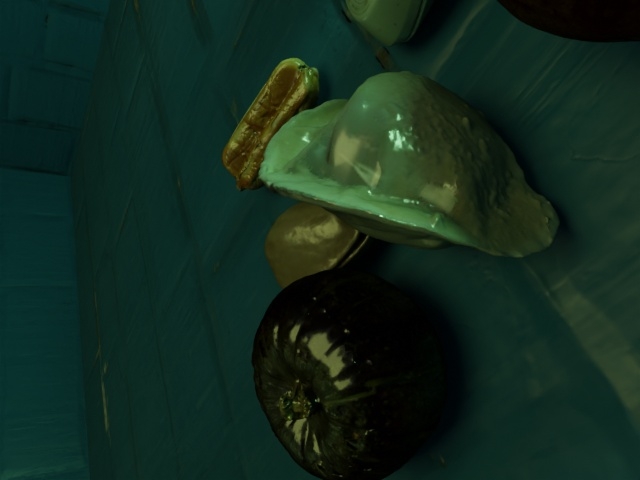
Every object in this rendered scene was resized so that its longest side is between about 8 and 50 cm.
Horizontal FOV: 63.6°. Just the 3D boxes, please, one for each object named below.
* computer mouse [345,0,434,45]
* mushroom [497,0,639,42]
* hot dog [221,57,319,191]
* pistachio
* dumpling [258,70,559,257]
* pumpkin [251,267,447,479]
[{"bbox_3d":[0.105,-0.353,0.542,0.159,0.097,0.288,-105,25,-43],"label":"computer mouse"},{"bbox_3d":[0.215,-0.231,0.272,0.297,0.163,0.278,-15,97,49],"label":"mushroom"},{"bbox_3d":[-0.080,-0.177,0.833,0.102,0.076,0.249,47,122,14],"label":"hot dog"},{"bbox_3d":[0.000,0.000,0.665,0.185,0.108,0.126,-35,35,40],"label":"pistachio"},{"bbox_3d":[0.064,-0.069,0.476,0.243,0.227,0.175,-2,100,52],"label":"dumpling"},{"bbox_3d":[0.019,0.146,0.566,0.238,0.159,0.237,5,97,43],"label":"pumpkin"}]
